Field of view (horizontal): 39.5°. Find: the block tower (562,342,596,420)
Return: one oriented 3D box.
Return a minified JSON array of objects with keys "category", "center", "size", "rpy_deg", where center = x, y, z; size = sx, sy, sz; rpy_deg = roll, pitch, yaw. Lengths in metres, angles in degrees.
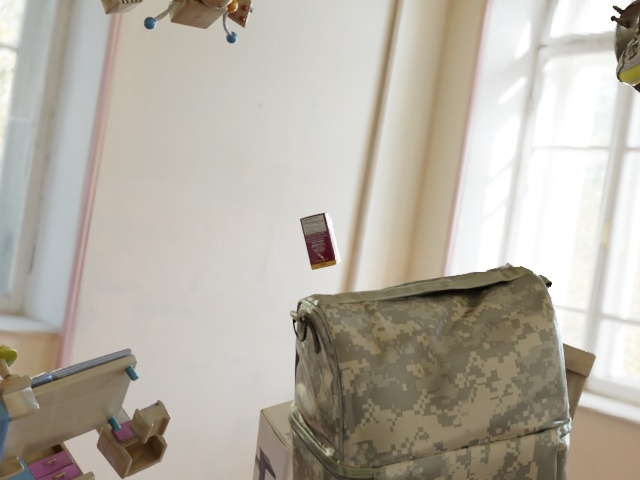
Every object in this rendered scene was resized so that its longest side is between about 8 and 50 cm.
[{"category":"block tower","center":[0.319,0.189,1.250],"size":[0.091,0.097,0.335],"rpy_deg":[20,-4,16]}]

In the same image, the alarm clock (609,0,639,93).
[{"category":"alarm clock","center":[0.426,-0.220,1.076],"size":[0.192,0.129,0.064],"rpy_deg":[50,-23,-8]}]

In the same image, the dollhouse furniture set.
[{"category":"dollhouse furniture set","center":[-0.345,0.188,1.179],"size":[0.286,0.303,0.198],"rpy_deg":[-18,55,-40]}]

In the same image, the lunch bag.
[{"category":"lunch bag","center":[0.120,0.166,0.993],"size":[0.305,0.256,0.212],"rpy_deg":[-6,15,-18]}]

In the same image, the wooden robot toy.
[{"category":"wooden robot toy","center":[-0.115,-0.241,0.836],"size":[0.173,0.076,0.079],"rpy_deg":[0,-11,-40]}]

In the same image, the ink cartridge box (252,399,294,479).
[{"category":"ink cartridge box","center":[-0.008,0.354,1.380],"size":[0.172,0.237,0.100],"rpy_deg":[-11,37,-28]}]

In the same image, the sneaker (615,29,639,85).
[{"category":"sneaker","center":[0.377,-0.186,0.822],"size":[0.208,0.094,0.081],"rpy_deg":[-25,20,34]}]

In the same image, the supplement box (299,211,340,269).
[{"category":"supplement box","center":[0.000,0.000,1.391],"size":[0.043,0.083,0.055],"rpy_deg":[-13,1,10]}]
